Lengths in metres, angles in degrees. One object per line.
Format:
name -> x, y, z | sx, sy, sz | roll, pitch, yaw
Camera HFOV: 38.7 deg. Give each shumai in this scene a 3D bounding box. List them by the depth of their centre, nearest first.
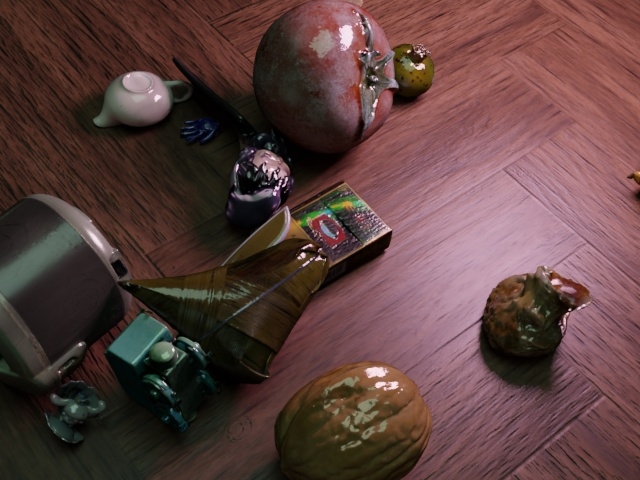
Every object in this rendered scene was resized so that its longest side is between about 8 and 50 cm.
shumai -> 0.402, 0.115, 1.692 | 0.161, 0.153, 0.209 | 41, 56, 15

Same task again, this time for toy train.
toy train -> -0.264, 0.217, 1.506 | 0.163, 0.203, 0.112 | 26, 57, 24

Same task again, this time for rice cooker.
rice cooker -> -0.489, 0.094, 1.530 | 0.288, 0.288, 0.277 | 35, 59, 19

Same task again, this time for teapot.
teapot -> -0.382, -0.310, 1.969 | 0.226, 0.092, 0.145 | -15, 56, -21

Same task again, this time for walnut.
walnut -> 0.050, 0.305, 1.466 | 0.261, 0.225, 0.225 | -26, 59, -18

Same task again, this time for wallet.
wallet -> -0.222, -0.300, 1.958 | 0.025, 0.124, 0.244 | -46, 65, 1

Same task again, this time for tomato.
tomato -> 0.013, -0.339, 1.891 | 0.282, 0.316, 0.316 | 5, 46, 35

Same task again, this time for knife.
knife -> -0.165, 0.062, 1.690 | 0.061, 0.027, 0.343 | 34, 72, 27

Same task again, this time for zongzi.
zongzi -> -0.162, 0.065, 1.568 | 0.300, 0.138, 0.286 | 38, 71, -17

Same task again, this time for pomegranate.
pomegranate -> 0.203, -0.391, 2.069 | 0.130, 0.130, 0.130 | 3, 52, -4

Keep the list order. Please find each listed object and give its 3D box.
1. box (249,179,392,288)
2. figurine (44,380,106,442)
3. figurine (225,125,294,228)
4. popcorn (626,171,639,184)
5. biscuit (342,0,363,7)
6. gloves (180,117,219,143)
box -> 0.000, 0.000, 1.780 | 0.240, 0.071, 0.159 | -31, 60, -25
figurine -> -0.411, 0.279, 1.513 | 0.086, 0.094, 0.082 | -49, 27, -3
figurine -> -0.130, -0.121, 1.831 | 0.145, 0.145, 0.222 | 4, 43, -3
popcorn -> 0.780, -0.149, 1.909 | 0.191, 0.190, 0.253 | -12, 51, -24
biscuit -> 0.048, -0.605, 2.285 | 0.120, 0.015, 0.120 | 3, 51, -4
gloves -> -0.259, -0.235, 1.960 | 0.086, 0.026, 0.064 | -6, 56, -11
